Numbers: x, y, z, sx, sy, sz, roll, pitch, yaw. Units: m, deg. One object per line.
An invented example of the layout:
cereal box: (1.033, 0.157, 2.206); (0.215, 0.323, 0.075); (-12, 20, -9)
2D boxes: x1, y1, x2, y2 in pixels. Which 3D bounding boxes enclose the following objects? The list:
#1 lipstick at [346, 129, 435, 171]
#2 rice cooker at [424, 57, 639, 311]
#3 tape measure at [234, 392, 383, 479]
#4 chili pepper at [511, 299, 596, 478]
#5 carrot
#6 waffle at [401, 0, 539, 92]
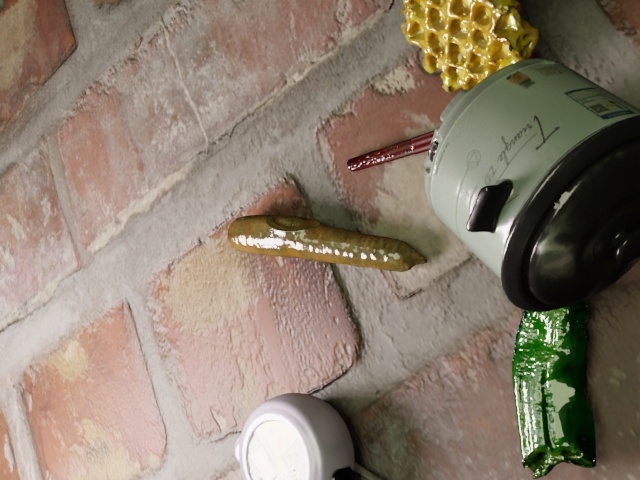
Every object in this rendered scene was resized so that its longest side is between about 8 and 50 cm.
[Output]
lipstick: (0.113, -0.129, 1.015); (0.176, 0.027, 0.027); (-14, 76, 33)
rice cooker: (0.255, -0.055, 0.768); (0.227, 0.280, 0.241); (51, 133, 42)
tape measure: (-0.027, 0.313, 1.008); (0.178, 0.105, 0.196); (-48, 59, 28)
chili pepper: (0.277, 0.170, 0.839); (0.098, 0.061, 0.225); (-1, 84, 29)
carrot: (0.000, 0.001, 1.054); (0.342, 0.070, 0.070); (7, 87, 33)
waffle: (0.180, -0.287, 0.877); (0.253, 0.056, 0.249); (56, 161, 1)
